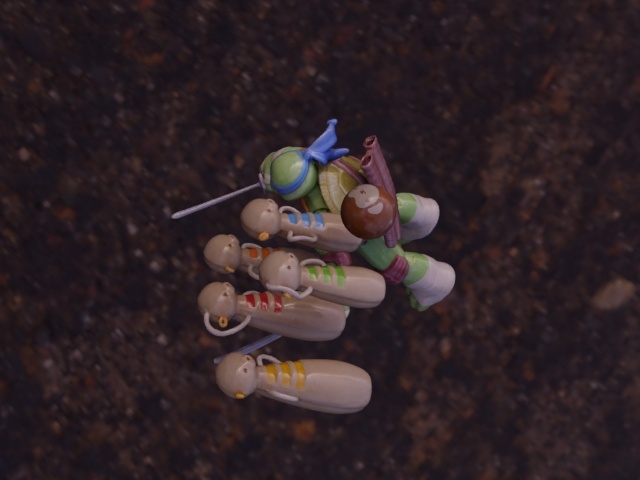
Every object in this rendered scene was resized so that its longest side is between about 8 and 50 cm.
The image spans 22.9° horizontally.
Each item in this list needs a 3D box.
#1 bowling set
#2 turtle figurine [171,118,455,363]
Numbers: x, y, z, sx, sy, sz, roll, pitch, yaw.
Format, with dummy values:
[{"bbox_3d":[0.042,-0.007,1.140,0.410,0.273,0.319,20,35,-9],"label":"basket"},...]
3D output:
[{"bbox_3d":[-0.028,0.016,1.545,0.154,0.287,0.200,10,116,-22],"label":"bowling set"},{"bbox_3d":[0.000,0.000,1.718,0.266,0.198,0.274,21,103,-41],"label":"turtle figurine"}]
